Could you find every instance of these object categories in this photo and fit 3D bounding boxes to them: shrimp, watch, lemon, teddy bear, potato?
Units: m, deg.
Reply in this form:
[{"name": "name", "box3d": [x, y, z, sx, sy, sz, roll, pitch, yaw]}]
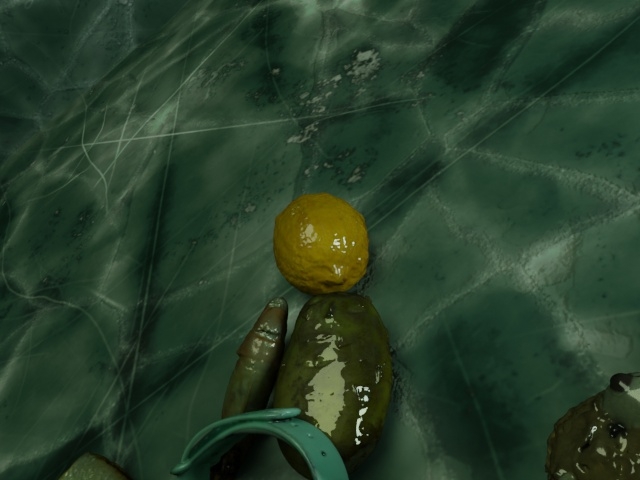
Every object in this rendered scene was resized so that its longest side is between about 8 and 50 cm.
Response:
[{"name": "shrimp", "box3d": [-0.096, 0.202, 0.914, 0.145, 0.061, 0.267, 128, 156, -77]}, {"name": "watch", "box3d": [-0.074, 0.286, 0.761, 0.237, 0.068, 0.195, -13, 78, 40]}, {"name": "lemon", "box3d": [0.000, 0.000, 1.001, 0.142, 0.142, 0.187, -30, 36, 11]}, {"name": "teddy bear", "box3d": [0.315, 0.169, 0.572, 0.256, 0.156, 0.267, -12, 6, 29]}, {"name": "potato", "box3d": [0.016, 0.176, 0.840, 0.150, 0.113, 0.251, -12, 57, 21]}]

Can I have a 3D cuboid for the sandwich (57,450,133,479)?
[{"name": "sandwich", "box3d": [-0.318, 0.419, 0.878, 0.226, 0.087, 0.251, 18, 62, 45]}]
